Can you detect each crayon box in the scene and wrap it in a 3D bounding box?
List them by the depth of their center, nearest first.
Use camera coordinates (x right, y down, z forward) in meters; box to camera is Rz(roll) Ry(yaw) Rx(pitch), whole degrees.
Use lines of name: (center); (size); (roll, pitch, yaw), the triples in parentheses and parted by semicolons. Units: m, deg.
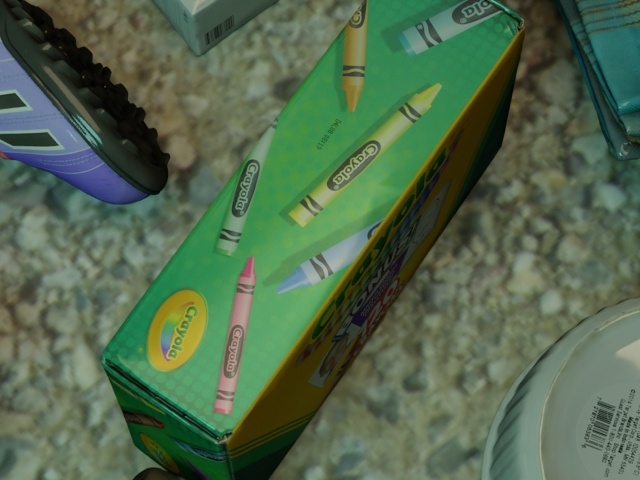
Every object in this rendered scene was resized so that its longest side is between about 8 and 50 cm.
crayon box: (0.000, 0.000, 1.017); (0.081, 0.165, 0.278); (33, 73, 12)

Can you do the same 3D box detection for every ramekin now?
ramekin: (0.191, 0.125, 0.998); (0.207, 0.109, 0.207); (0, 70, 1)

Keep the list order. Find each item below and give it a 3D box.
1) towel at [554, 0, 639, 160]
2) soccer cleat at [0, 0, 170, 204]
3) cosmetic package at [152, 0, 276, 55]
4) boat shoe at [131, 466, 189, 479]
towel: (0.302, -0.215, 1.082); (0.370, 0.040, 0.271); (-22, 51, 8)
soccer cleat: (-0.224, -0.109, 1.106); (0.318, 0.108, 0.116); (41, 95, 12)
cosmetic package: (-0.011, -0.226, 1.158); (0.239, 0.060, 0.099); (-37, 72, -12)
boat shoe: (-0.099, 0.251, 0.966); (0.095, 0.095, 0.257); (26, 79, -13)
